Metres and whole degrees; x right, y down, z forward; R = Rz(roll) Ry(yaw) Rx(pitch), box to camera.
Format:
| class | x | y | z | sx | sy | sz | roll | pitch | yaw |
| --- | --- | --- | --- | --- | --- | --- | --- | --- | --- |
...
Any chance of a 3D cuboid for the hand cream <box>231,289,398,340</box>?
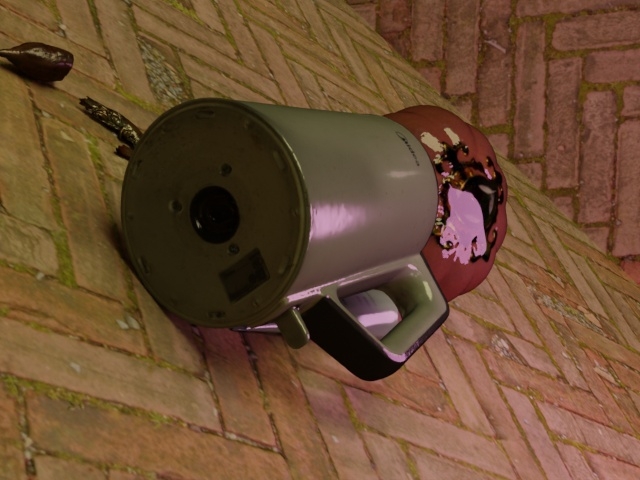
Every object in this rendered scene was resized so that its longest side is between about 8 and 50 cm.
| class | x | y | z | sx | sy | sz | roll | pitch | yaw |
| --- | --- | --- | --- | --- | --- | --- | --- | --- | --- |
| hand cream | -0.020 | 0.088 | 1.634 | 0.320 | 0.067 | 0.109 | 9 | 40 | -45 |

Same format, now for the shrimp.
| class | x | y | z | sx | sy | sz | roll | pitch | yaw |
| --- | --- | --- | --- | --- | --- | --- | --- | --- | --- |
| shrimp | -0.268 | -0.144 | 1.648 | 0.114 | 0.023 | 0.083 | 38 | 23 | -26 |

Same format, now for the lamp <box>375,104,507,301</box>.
| class | x | y | z | sx | sy | sz | roll | pitch | yaw |
| --- | --- | --- | --- | --- | --- | --- | --- | --- | --- |
| lamp | 0.138 | -0.050 | 1.903 | 0.305 | 0.305 | 0.239 | 25 | -17 | -41 |

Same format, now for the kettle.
| class | x | y | z | sx | sy | sz | roll | pitch | yaw |
| --- | --- | --- | --- | --- | --- | --- | --- | --- | --- |
| kettle | 0.000 | 0.000 | 1.515 | 0.361 | 0.250 | 0.376 | 57 | 27 | 13 |

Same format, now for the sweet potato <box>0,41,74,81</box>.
| class | x | y | z | sx | sy | sz | roll | pitch | yaw |
| --- | --- | --- | --- | --- | --- | --- | --- | --- | --- |
| sweet potato | -0.364 | -0.228 | 1.600 | 0.117 | 0.049 | 0.049 | 4 | 43 | -49 |
